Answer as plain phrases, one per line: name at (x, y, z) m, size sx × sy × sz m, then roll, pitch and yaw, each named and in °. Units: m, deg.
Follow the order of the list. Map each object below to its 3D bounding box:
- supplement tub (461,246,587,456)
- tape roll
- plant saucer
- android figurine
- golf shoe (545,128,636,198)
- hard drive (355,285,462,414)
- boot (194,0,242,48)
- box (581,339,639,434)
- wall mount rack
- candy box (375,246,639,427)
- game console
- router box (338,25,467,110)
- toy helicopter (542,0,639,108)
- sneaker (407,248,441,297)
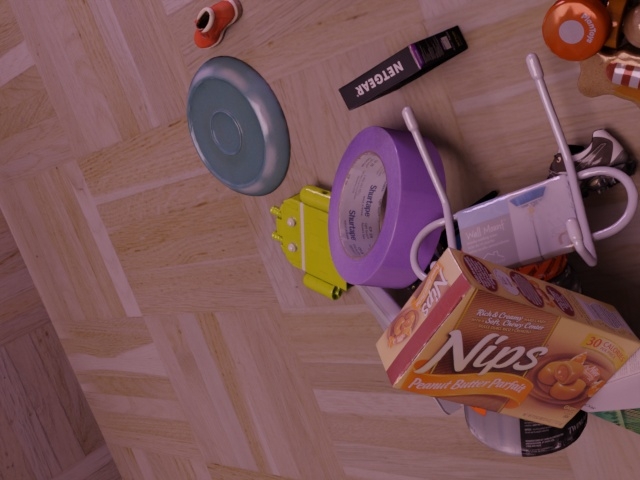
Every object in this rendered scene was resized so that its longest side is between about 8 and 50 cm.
supplement tub at (0.326, 0.162, 1.332) m, size 0.207 × 0.207 × 0.338 m, roll 11°, pitch 119°, yaw 42°
tape roll at (0.108, -0.056, 1.414) m, size 0.274 × 0.090 × 0.275 m, roll -173°, pitch 90°, yaw -66°
plant saucer at (-0.193, -0.239, 1.767) m, size 0.317 × 0.043 × 0.318 m, roll 25°, pitch 128°, yaw 36°
android figurine at (0.000, 0.000, 1.698) m, size 0.272 × 0.056 × 0.248 m, roll 24°, pitch 129°, yaw 33°
golf shoe at (0.374, -0.096, 1.235) m, size 0.198 × 0.077 × 0.094 m, roll -33°, pitch 83°, yaw 37°
hard drive at (0.148, 0.170, 1.493) m, size 0.203 × 0.040 × 0.307 m, roll 57°, pitch 179°, yaw -19°
boot at (-0.233, -0.437, 1.658) m, size 0.059 × 0.084 × 0.158 m, roll 58°, pitch 142°, yaw 0°
box at (0.535, 0.201, 1.150) m, size 0.232 × 0.059 × 0.322 m, roll 24°, pitch 147°, yaw -21°
wall mount rack at (0.258, -0.081, 1.179) m, size 0.349 × 0.130 × 0.304 m, roll -19°, pitch 60°, yaw 26°
candy box at (0.257, 0.141, 1.106) m, size 0.183 × 0.316 × 0.088 m, roll -57°, pitch 30°, yaw 25°
game console at (0.258, -0.011, 1.365) m, size 0.071 × 0.122 × 0.107 m, roll 49°, pitch 138°, yaw 11°
router box at (0.134, -0.280, 1.328) m, size 0.178 × 0.133 × 0.046 m, roll -23°, pitch 96°, yaw 50°
toy helicopter at (0.459, -0.210, 1.063) m, size 0.234 × 0.140 × 0.355 m, roll -9°, pitch 116°, yaw 39°
sneaker at (0.191, 0.056, 1.438) m, size 0.086 × 0.237 × 0.085 m, roll 34°, pitch 108°, yaw -27°
